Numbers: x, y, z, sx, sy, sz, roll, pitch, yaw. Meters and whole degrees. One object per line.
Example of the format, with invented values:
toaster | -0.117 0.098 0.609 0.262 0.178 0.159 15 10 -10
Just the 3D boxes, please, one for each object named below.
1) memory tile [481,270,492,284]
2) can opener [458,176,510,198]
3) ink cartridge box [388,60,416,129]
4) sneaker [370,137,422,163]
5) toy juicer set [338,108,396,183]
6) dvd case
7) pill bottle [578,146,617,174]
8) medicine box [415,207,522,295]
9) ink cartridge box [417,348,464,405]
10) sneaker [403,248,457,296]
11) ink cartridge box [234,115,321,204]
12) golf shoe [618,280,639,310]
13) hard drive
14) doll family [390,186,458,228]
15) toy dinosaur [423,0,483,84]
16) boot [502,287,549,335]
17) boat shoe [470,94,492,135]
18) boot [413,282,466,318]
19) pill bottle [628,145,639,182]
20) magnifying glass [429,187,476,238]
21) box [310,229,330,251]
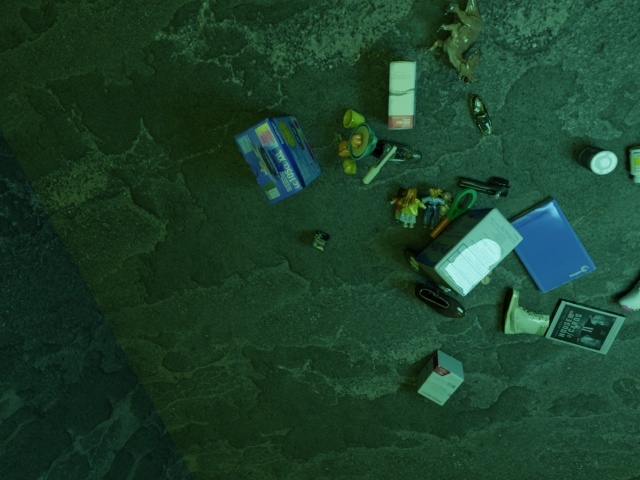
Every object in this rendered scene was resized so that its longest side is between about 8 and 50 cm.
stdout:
memory tile | 0.632 0.094 1.614 0.113 0.012 0.148 15 90 1
can opener | 0.615 -0.201 1.533 0.185 0.073 0.059 10 150 14
ink cartridge box | 0.292 -0.512 1.438 0.092 0.158 0.218 2 110 15
sneaker | 0.267 -0.332 1.537 0.234 0.106 0.078 17 113 8
toy juicer set | 0.134 -0.325 1.478 0.089 0.329 0.209 7 124 -29
dvd case | 1.051 0.344 1.625 0.238 0.029 0.180 15 112 8
pill bottle | 0.932 -0.274 1.374 0.078 0.137 0.078 5 111 12
medicine box | 0.523 0.034 1.475 0.289 0.263 0.149 -44 93 1
ink cartridge box | 0.526 0.604 1.796 0.128 0.127 0.176 30 113 2
sneaker | 0.470 0.105 1.657 0.286 0.109 0.130 33 106 -8
ink cartridge box | -0.150 -0.303 1.495 0.151 0.395 0.270 -23 103 20
golf shoe | 1.221 0.140 1.476 0.306 0.115 0.140 -36 87 16
hard drive | 0.864 0.024 1.550 0.210 0.040 0.319 -33 99 22
doll family | 0.400 -0.131 1.568 0.262 0.118 0.163 6 113 10
toy dinosaur | 0.484 -0.680 1.357 0.200 0.127 0.296 23 101 -3
boot | 0.830 0.290 1.635 0.164 0.077 0.213 2 115 14
boat shoe | 0.573 -0.443 1.451 0.056 0.049 0.152 -23 102 20
boot | 0.489 0.257 1.633 0.248 0.207 0.090 30 93 5
pill bottle | 1.088 -0.259 1.379 0.065 0.065 0.117 -9 107 17
magnifying glass | 0.503 -0.103 1.549 0.092 0.026 0.231 27 107 -41
box | 0.000 0.000 1.736 0.062 0.083 0.052 25 113 4
